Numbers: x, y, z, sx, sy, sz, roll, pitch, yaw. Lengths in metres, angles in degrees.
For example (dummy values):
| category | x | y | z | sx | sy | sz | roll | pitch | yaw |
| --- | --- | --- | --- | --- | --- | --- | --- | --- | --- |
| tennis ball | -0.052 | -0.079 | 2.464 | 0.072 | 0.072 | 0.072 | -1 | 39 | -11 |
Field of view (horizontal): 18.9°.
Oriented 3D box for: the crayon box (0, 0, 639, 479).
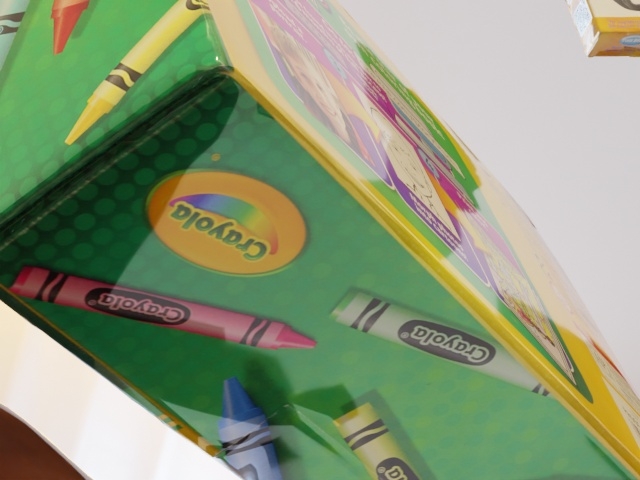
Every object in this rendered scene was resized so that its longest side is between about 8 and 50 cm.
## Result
| category | x | y | z | sx | sy | sz | roll | pitch | yaw |
| --- | --- | --- | --- | --- | --- | --- | --- | --- | --- |
| crayon box | 0.000 | 0.000 | 0.561 | 0.081 | 0.165 | 0.278 | -36 | -46 | 12 |

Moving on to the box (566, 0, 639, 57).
| category | x | y | z | sx | sy | sz | roll | pitch | yaw |
| --- | --- | --- | --- | --- | --- | --- | --- | --- | --- |
| box | 0.194 | -0.179 | 1.245 | 0.081 | 0.136 | 0.028 | -3 | -32 | -19 |

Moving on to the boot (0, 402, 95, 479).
| category | x | y | z | sx | sy | sz | roll | pitch | yaw |
| --- | --- | --- | --- | --- | --- | --- | --- | --- | --- |
| boot | -0.084 | 0.124 | 0.345 | 0.280 | 0.264 | 0.096 | 17 | -64 | 31 |
